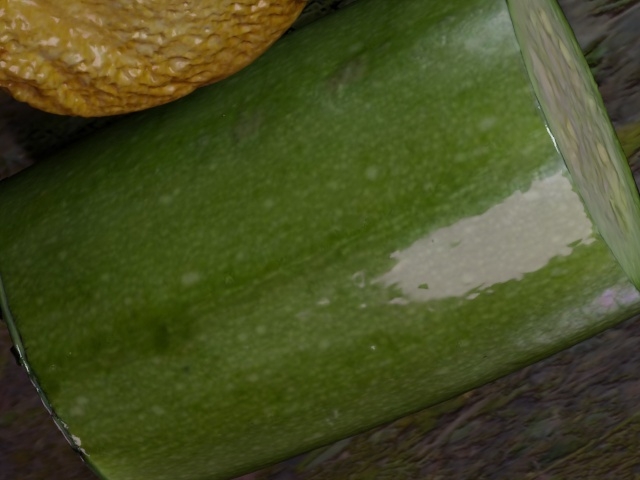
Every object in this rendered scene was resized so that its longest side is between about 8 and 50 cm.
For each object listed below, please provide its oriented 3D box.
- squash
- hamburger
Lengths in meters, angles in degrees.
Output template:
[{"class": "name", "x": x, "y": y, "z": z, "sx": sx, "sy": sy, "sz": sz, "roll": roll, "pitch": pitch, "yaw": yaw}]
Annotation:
[{"class": "squash", "x": 0.000, "y": 0.000, "z": 1.274, "sx": 0.384, "sy": 0.263, "sz": 0.263, "roll": -24, "pitch": 136, "yaw": 16}, {"class": "hamburger", "x": -0.116, "y": -0.221, "z": 1.072, "sx": 0.290, "sy": 0.170, "sz": 0.314, "roll": 23, "pitch": 128, "yaw": -35}]
